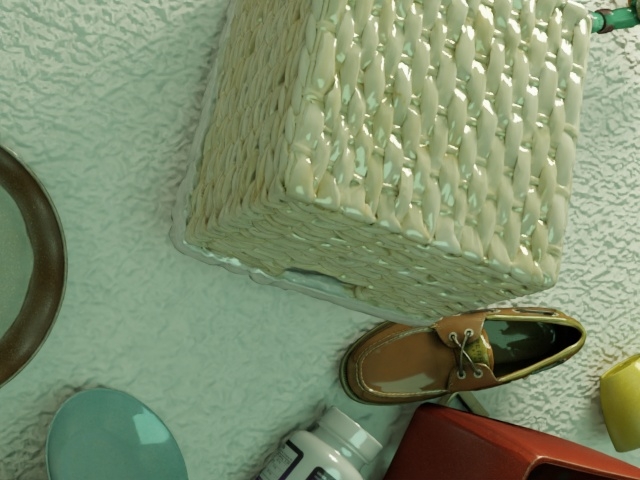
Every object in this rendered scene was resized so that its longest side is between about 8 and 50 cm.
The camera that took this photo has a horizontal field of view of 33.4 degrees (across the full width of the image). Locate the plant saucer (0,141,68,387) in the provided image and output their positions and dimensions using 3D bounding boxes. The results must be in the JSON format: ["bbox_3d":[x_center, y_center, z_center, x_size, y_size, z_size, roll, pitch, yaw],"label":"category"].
[{"bbox_3d":[-0.417,0.026,1.080,0.311,0.050,0.310,-4,101,-22],"label":"plant saucer"}]

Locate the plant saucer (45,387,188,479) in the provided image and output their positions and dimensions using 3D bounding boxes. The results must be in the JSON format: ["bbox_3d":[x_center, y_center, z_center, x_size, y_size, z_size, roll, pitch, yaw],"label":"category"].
[{"bbox_3d":[-0.226,0.256,1.155,0.037,0.195,0.195,-32,116,30],"label":"plant saucer"}]

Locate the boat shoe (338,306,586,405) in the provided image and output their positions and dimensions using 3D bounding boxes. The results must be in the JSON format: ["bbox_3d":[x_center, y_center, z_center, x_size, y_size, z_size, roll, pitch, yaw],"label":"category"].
[{"bbox_3d":[0.176,0.130,1.300,0.307,0.104,0.110,-13,87,-19],"label":"boat shoe"}]

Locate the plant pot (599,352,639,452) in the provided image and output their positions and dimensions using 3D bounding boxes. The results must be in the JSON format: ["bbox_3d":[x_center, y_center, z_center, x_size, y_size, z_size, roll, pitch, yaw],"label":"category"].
[{"bbox_3d":[0.431,0.209,1.434,0.134,0.134,0.095,-30,84,-16],"label":"plant pot"}]

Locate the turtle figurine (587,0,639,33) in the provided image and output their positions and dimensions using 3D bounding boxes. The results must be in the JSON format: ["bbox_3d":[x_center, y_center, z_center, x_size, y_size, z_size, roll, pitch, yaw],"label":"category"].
[{"bbox_3d":[0.418,-0.299,1.345,0.234,0.118,0.175,6,89,-15],"label":"turtle figurine"}]

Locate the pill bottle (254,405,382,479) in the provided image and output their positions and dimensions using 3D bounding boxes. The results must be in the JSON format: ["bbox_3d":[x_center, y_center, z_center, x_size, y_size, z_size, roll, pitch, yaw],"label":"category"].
[{"bbox_3d":[-0.017,0.294,1.259,0.108,0.108,0.193,44,81,-23],"label":"pill bottle"}]

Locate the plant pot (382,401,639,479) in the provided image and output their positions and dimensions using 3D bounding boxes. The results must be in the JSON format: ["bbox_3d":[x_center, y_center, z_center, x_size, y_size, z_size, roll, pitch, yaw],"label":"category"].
[{"bbox_3d":[0.209,0.334,1.267,0.267,0.236,0.267,19,99,-36],"label":"plant pot"}]

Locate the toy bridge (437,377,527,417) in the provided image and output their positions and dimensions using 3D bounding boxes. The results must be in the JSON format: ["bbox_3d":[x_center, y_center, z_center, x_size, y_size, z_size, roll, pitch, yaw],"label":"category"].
[{"bbox_3d":[0.193,0.207,1.377,0.188,0.026,0.063,-44,111,-10],"label":"toy bridge"}]

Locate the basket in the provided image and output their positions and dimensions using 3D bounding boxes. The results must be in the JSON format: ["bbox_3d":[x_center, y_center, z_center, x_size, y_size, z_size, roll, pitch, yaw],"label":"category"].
[{"bbox_3d":[0.064,-0.111,1.096,0.328,0.266,0.331,19,73,-22],"label":"basket"}]
